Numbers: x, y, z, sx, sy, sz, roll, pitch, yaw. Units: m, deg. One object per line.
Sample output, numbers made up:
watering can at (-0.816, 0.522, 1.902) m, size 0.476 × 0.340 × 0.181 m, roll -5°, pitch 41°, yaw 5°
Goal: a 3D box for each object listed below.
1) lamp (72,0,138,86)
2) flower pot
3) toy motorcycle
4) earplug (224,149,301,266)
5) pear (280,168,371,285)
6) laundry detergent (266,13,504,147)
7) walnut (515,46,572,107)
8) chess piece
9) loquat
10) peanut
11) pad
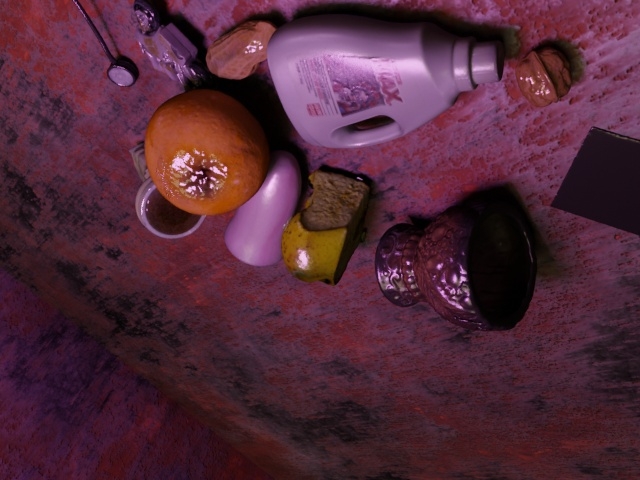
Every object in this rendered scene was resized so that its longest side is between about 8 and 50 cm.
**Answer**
lamp at (-0.506, -0.511, 1.238) m, size 0.130 × 0.108 × 0.371 m, roll -12°, pitch 142°, yaw 27°
flower pot at (0.273, 0.051, 1.202) m, size 0.267 × 0.266 × 0.266 m, roll -2°, pitch 133°, yaw 51°
toy motorcycle at (-0.320, -0.396, 1.209) m, size 0.225 × 0.073 × 0.152 m, roll 48°, pitch 155°, yaw -15°
earplug at (-0.125, -0.094, 1.371) m, size 0.172 × 0.172 × 0.301 m, roll 27°, pitch 137°, yaw 4°
pear at (0.000, 0.000, 1.312) m, size 0.164 × 0.255 × 0.238 m, roll 20°, pitch 146°, yaw 11°
laundry detergent at (0.120, -0.284, 1.018) m, size 0.398 × 0.125 × 0.264 m, roll 3°, pitch 134°, yaw 28°
walnut at (0.359, -0.264, 0.917) m, size 0.079 × 0.082 × 0.096 m, roll -27°, pitch 118°, yaw 17°
chess piece at (-0.408, -0.135, 1.462) m, size 0.298 × 0.176 × 0.176 m, roll 44°, pitch 164°, yaw 51°
loquat at (-0.239, -0.182, 1.193) m, size 0.263 × 0.263 × 0.263 m, roll 18°, pitch 141°, yaw 15°
peanut at (-0.152, -0.373, 1.121) m, size 0.194 × 0.083 × 0.093 m, roll -8°, pitch 115°, yaw 41°
pad at (0.597, -0.082, 1.024) m, size 0.300 × 0.005 × 0.202 m, roll 20°, pitch 141°, yaw 13°
